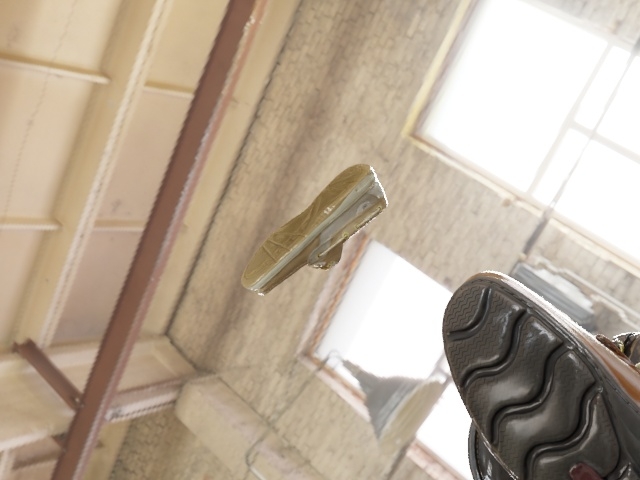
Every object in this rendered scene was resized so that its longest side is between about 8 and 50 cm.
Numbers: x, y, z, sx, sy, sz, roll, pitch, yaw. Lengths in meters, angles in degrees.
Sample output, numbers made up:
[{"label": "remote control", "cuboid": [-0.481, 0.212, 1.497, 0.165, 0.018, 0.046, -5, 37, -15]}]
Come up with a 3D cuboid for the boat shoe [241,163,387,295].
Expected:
[{"label": "boat shoe", "cuboid": [0.000, 0.000, 0.792, 0.170, 0.063, 0.059, -42, -64, -8]}]

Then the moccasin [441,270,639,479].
[{"label": "moccasin", "cuboid": [0.257, 0.166, 0.661, 0.147, 0.380, 0.139, -17, -39, -58]}]

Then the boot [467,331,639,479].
[{"label": "boot", "cuboid": [0.307, 0.193, 0.958, 0.229, 0.091, 0.263, -23, 24, 50]}]
